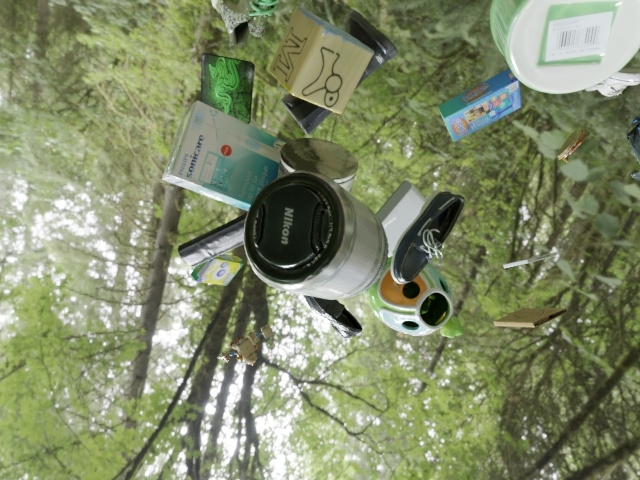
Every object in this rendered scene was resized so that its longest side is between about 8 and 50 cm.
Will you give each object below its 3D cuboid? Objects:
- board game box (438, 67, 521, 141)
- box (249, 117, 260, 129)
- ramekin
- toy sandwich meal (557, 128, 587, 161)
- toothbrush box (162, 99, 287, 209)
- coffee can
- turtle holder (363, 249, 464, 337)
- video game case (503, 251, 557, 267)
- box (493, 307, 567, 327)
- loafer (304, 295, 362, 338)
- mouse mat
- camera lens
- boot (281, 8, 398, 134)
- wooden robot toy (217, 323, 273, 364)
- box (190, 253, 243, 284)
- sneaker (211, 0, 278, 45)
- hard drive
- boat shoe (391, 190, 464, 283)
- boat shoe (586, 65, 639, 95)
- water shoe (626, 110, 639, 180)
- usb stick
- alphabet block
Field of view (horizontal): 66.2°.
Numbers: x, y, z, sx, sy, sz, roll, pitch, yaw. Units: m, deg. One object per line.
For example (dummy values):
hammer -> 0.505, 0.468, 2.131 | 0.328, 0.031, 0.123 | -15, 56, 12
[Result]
board game box -> 0.446, -0.372, 1.370 | 0.160, 0.210, 0.047 | 29, -143, -63
box -> -0.303, -0.337, 1.645 | 0.118, 0.182, 0.181 | 12, 176, 14
ramekin -> 0.518, -0.459, 1.022 | 0.303, 0.303, 0.148 | 16, -132, -7
toy sandwich meal -> 0.585, -0.219, 1.140 | 0.029, 0.086, 0.085 | 33, -156, 7
toothbrush box -> -0.261, -0.224, 1.381 | 0.295, 0.217, 0.126 | 21, 171, -29
coffee can -> -0.025, -0.103, 1.307 | 0.201, 0.276, 0.202 | 8, -142, -6
turtle holder -> 0.298, 0.201, 1.533 | 0.243, 0.321, 0.227 | -28, -156, -18
video game case -> 0.587, 0.055, 1.376 | 0.121, 0.011, 0.087 | -10, 172, -28
box -> 0.765, 0.280, 1.801 | 0.164, 0.021, 0.201 | -17, 179, -23
loafer -> 0.038, 0.202, 1.449 | 0.223, 0.078, 0.076 | 47, -137, -18
mouse mat -> -0.272, -0.435, 1.425 | 0.152, 0.190, 0.007 | 10, -146, -2
camera lens -> 0.000, 0.000, 0.959 | 0.219, 0.220, 0.274 | 31, -177, 28
boot -> 0.036, -0.657, 1.907 | 0.146, 0.445, 0.367 | 38, -164, -38
wooden robot toy -> -0.204, 0.314, 1.400 | 0.173, 0.079, 0.076 | -31, -167, -30
box -> -0.333, 0.095, 1.625 | 0.043, 0.105, 0.179 | 45, -166, 25
sneaker -> -0.147, -0.622, 1.254 | 0.158, 0.182, 0.410 | -14, -175, -30
hard drive -> 0.304, -0.038, 1.716 | 0.047, 0.233, 0.353 | 45, -173, 39
boat shoe -> 0.258, -0.005, 1.163 | 0.095, 0.255, 0.079 | 45, 164, -32
boat shoe -> 0.923, -0.500, 1.555 | 0.096, 0.088, 0.267 | -9, -159, -5
water shoe -> 0.524, -0.178, 0.779 | 0.072, 0.203, 0.080 | -31, -154, -23
usb stick -> -0.245, -0.007, 1.265 | 0.077, 0.277, 0.045 | 52, -156, -35
alphabet block -> -0.001, -0.506, 1.389 | 0.192, 0.197, 0.193 | 13, -150, -36
